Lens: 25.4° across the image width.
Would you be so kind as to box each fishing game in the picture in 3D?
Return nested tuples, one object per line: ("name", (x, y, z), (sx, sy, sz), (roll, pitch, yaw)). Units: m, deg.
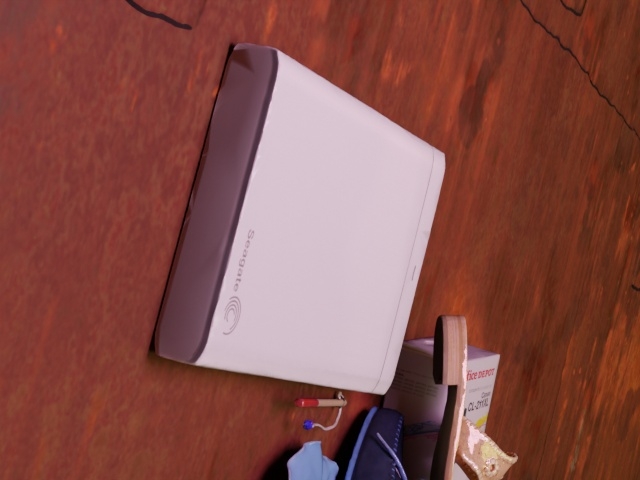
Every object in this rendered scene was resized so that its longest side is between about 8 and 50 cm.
("fishing game", (-0.025, 0.263, 1.248), (0.189, 0.041, 0.264), (16, 82, -71))

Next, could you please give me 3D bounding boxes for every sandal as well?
("sandal", (0.147, 0.191, 1.335), (0.088, 0.079, 0.240), (-172, -96, -86))

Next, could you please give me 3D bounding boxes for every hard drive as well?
("hard drive", (0.000, 0.000, 1.163), (0.353, 0.047, 0.233), (20, 83, -63))

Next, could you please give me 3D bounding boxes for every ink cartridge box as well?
("ink cartridge box", (0.113, 0.193, 1.445), (0.127, 0.072, 0.175), (0, 103, -62))

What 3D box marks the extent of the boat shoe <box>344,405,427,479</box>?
("boat shoe", (0.060, 0.280, 1.315), (0.109, 0.089, 0.258), (78, 20, -60))
